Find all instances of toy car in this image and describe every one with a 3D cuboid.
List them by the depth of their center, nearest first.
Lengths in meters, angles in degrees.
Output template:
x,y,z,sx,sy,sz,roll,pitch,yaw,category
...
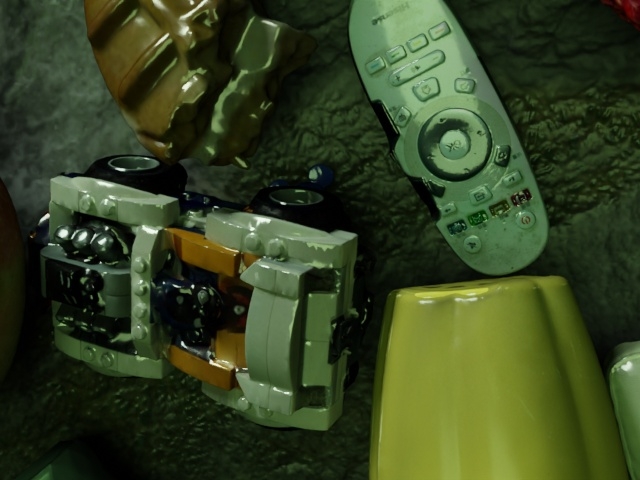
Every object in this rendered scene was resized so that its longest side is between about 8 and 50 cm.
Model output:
x,y,z,sx,sy,sz,roll,pitch,yaw,category
-0.106,0.043,0.726,0.301,0.118,0.193,13,111,20,toy car

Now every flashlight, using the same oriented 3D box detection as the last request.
x,y,z,sx,sy,sz,roll,pitch,yaw,category
0.000,0.000,0.756,0.057,0.035,0.121,-22,99,-7,flashlight

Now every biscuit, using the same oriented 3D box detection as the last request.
x,y,z,sx,sy,sz,roll,pitch,yaw,category
-0.025,-0.243,0.656,0.366,0.115,0.268,-37,74,15,biscuit

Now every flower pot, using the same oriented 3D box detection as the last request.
x,y,z,sx,sy,sz,roll,pitch,yaw,category
0.122,0.119,0.677,0.195,0.195,0.179,-7,87,13,flower pot

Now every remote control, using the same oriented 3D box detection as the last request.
x,y,z,sx,sy,sz,roll,pitch,yaw,category
0.099,-0.090,0.715,0.097,0.045,0.256,-23,96,18,remote control

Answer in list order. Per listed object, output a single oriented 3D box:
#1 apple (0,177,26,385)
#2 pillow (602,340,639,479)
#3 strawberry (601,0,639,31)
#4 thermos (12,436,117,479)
x,y,z,sx,sy,sz,roll,pitch,yaw,category
-0.405,0.026,0.704,0.348,0.277,0.349,3,97,28,apple
0.385,0.168,0.653,0.322,0.120,0.256,-11,96,14,pillow
0.271,-0.204,0.567,0.220,0.274,0.274,11,103,42,strawberry
-0.167,0.311,0.780,0.286,0.145,0.182,47,126,1,thermos
